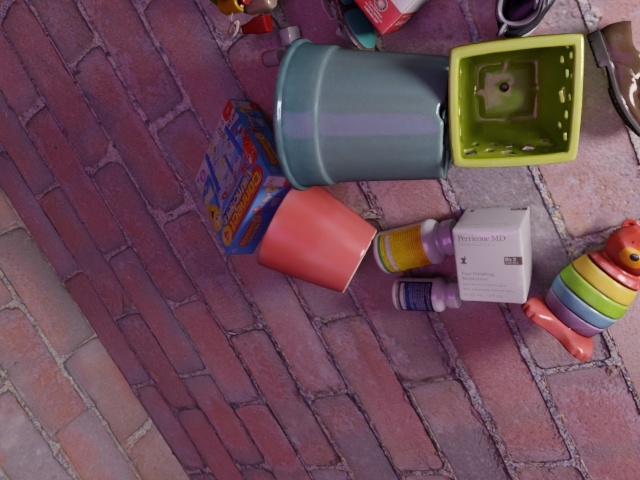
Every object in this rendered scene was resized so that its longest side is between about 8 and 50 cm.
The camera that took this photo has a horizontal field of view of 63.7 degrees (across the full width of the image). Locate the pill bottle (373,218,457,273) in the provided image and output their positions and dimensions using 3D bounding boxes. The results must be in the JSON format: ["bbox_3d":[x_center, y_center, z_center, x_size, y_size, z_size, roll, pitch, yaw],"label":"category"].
[{"bbox_3d":[0.249,0.011,1.310,0.209,0.117,0.117,-16,105,34],"label":"pill bottle"}]

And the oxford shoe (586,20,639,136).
[{"bbox_3d":[0.593,-0.304,0.974,0.096,0.083,0.227,-21,105,28],"label":"oxford shoe"}]

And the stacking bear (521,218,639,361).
[{"bbox_3d":[0.612,0.091,1.119,0.175,0.164,0.289,44,118,21],"label":"stacking bear"}]

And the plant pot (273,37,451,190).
[{"bbox_3d":[0.118,-0.269,1.133,0.334,0.341,0.340,6,117,18],"label":"plant pot"}]

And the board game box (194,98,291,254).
[{"bbox_3d":[-0.219,-0.171,1.419,0.308,0.086,0.301,-56,49,36],"label":"board game box"}]

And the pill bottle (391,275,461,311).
[{"bbox_3d":[0.284,0.143,1.371,0.170,0.094,0.094,-1,113,31],"label":"pill bottle"}]

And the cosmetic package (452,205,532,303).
[{"bbox_3d":[0.407,0.030,1.206,0.151,0.151,0.183,-1,113,29],"label":"cosmetic package"}]

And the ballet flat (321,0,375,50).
[{"bbox_3d":[0.053,-0.523,1.188,0.079,0.077,0.221,-22,97,55],"label":"ballet flat"}]

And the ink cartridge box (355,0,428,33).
[{"bbox_3d":[0.178,-0.595,1.043,0.273,0.114,0.197,-37,92,38],"label":"ink cartridge box"}]

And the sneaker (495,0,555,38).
[{"bbox_3d":[0.411,-0.489,0.937,0.101,0.153,0.268,36,127,9],"label":"sneaker"}]

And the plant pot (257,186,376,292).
[{"bbox_3d":[0.000,0.000,1.378,0.243,0.275,0.274,28,125,4],"label":"plant pot"}]

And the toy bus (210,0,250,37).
[{"bbox_3d":[-0.222,-0.626,1.216,0.191,0.104,0.202,-42,53,30],"label":"toy bus"}]

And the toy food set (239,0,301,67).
[{"bbox_3d":[-0.129,-0.517,1.268,0.105,0.111,0.232,6,118,41],"label":"toy food set"}]

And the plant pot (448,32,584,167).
[{"bbox_3d":[0.372,-0.284,1.013,0.227,0.207,0.228,0,115,16],"label":"plant pot"}]
